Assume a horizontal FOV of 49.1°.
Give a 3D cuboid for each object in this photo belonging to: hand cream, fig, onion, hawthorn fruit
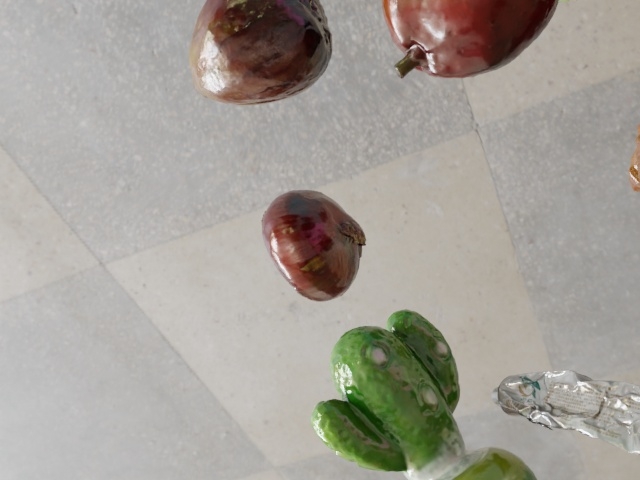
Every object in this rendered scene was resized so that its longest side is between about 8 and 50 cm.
[{"bbox_3d":[0.285,0.187,0.795,0.050,0.084,0.257,36,163,-21],"label":"hand cream"},{"bbox_3d":[-0.100,-0.337,1.190,0.263,0.224,0.224,-40,129,-13],"label":"fig"},{"bbox_3d":[-0.011,0.002,1.383,0.248,0.248,0.161,32,111,-28],"label":"onion"},{"bbox_3d":[0.213,-0.373,1.068,0.307,0.265,0.265,-46,125,-8],"label":"hawthorn fruit"}]

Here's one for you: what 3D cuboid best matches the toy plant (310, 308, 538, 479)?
[{"bbox_3d":[0.119,0.247,0.873,0.224,0.316,0.184,-24,164,-30],"label":"toy plant"}]

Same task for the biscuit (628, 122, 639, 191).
[{"bbox_3d":[0.588,-0.256,1.119,0.110,0.312,0.318,18,151,24],"label":"biscuit"}]
